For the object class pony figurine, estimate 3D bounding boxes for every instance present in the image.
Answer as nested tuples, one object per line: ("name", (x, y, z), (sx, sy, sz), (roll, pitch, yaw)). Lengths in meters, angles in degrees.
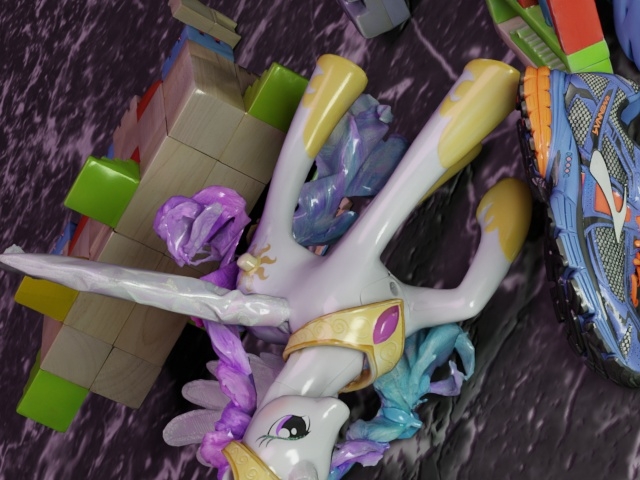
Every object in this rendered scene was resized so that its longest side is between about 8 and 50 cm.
("pony figurine", (-0.026, 0.041, 1.320), (0.351, 0.303, 0.363), (11, 64, 54))

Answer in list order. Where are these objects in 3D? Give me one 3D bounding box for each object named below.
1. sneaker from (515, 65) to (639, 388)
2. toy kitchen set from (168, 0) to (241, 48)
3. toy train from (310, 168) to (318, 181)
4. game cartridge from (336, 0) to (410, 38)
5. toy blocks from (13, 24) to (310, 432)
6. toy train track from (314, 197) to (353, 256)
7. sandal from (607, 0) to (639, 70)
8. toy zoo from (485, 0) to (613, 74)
("sneaker", (0.179, -0.016, 1.143), (0.083, 0.087, 0.221), (77, -176, -68))
("toy kitchen set", (-0.136, -0.205, 1.869), (0.083, 0.075, 0.068), (-51, 30, 22))
("toy train", (0.008, -0.060, 1.553), (0.083, 0.024, 0.017), (-64, 27, 5))
("game cartridge", (-0.038, -0.361, 1.550), (0.068, 0.355, 0.230), (-26, 33, 3))
("toy blocks", (-0.146, -0.038, 1.686), (0.381, 0.191, 0.261), (-59, 17, 17))
("toy train track", (0.000, 0.000, 1.533), (0.083, 0.014, 0.048), (-60, 27, 15))
("sandal", (0.199, -0.211, 1.197), (0.126, 0.138, 0.317), (-50, 33, 26))
("toy zoo", (0.123, -0.229, 1.229), (0.030, 0.293, 0.192), (-24, 34, -3))
